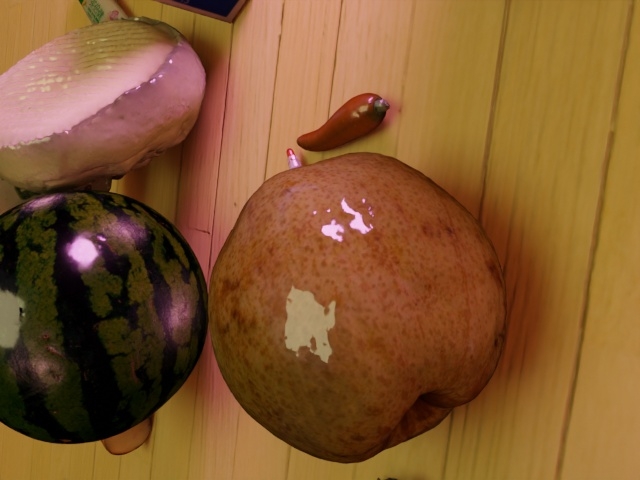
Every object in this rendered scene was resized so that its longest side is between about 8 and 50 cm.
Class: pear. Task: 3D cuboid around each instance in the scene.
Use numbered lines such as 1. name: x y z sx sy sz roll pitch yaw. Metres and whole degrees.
1. pear: 0.021 0.056 0.512 0.228 0.188 0.211 -56 39 26

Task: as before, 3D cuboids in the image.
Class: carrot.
1. carrot: 0.017 -0.105 0.654 0.142 0.035 0.035 -19 74 54

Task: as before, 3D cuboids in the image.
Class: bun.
1. bun: -0.274 -0.155 0.862 0.287 0.287 0.146 41 159 44

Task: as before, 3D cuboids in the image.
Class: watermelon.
1. watermelon: -0.272 0.081 0.800 0.285 0.285 0.285 -3 86 51

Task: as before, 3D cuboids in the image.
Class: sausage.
1. sausage: -0.327 0.219 1.034 0.234 0.071 0.071 32 113 47

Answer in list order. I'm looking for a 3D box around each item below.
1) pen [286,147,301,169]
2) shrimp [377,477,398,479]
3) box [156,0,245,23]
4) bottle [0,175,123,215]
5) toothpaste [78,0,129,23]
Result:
1. pen: 0.000 0.000 0.674 0.026 0.026 0.218 -44 56 41
2. shrimp: 0.106 0.277 0.477 0.164 0.062 0.317 63 174 -24
3. box: -0.214 -0.419 0.821 0.065 0.200 0.343 -41 58 39
4. bottle: -0.359 -0.080 0.968 0.120 0.253 0.120 26 147 19
5. toothpaste: -0.341 -0.361 1.099 0.314 0.056 0.058 54 168 33
